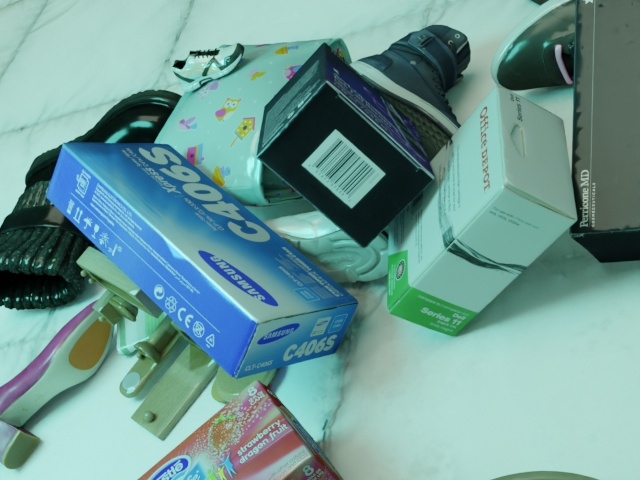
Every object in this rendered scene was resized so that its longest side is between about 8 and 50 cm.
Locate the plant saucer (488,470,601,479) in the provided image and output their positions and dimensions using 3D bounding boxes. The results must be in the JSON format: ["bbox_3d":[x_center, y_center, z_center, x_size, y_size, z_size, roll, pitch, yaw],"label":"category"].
[{"bbox_3d":[0.164,0.311,0.766,0.277,0.041,0.278,-19,42,19],"label":"plant saucer"}]

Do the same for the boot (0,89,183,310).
[{"bbox_3d":[-0.323,-0.050,1.404,0.348,0.131,0.260,-26,32,29],"label":"boot"}]

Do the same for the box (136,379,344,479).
[{"bbox_3d":[-0.103,0.275,0.931,0.257,0.123,0.128,-40,38,-4],"label":"box"}]

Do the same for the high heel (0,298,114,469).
[{"bbox_3d":[-0.360,0.165,1.264,0.117,0.082,0.244,23,79,35],"label":"high heel"}]

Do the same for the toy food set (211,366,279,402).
[{"bbox_3d":[-0.083,0.151,1.121,0.082,0.020,0.083,8,56,41],"label":"toy food set"}]

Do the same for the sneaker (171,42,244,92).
[{"bbox_3d":[-0.148,-0.232,1.292,0.109,0.044,0.040,-23,32,25],"label":"sneaker"}]

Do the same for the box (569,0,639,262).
[{"bbox_3d":[0.343,-0.120,0.950,0.184,0.103,0.261,-4,71,30],"label":"box"}]

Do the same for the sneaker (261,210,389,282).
[{"bbox_3d":[0.000,0.000,1.176,0.235,0.090,0.095,-1,37,32],"label":"sneaker"}]

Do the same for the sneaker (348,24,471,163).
[{"bbox_3d":[0.153,-0.180,1.227,0.163,0.086,0.226,-31,58,-26],"label":"sneaker"}]

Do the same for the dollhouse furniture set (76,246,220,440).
[{"bbox_3d":[-0.224,0.117,1.139,0.144,0.151,0.123,24,68,38],"label":"dollhouse furniture set"}]

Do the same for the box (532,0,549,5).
[{"bbox_3d":[0.344,-0.384,1.225,0.168,0.167,0.203,-39,39,-4],"label":"box"}]

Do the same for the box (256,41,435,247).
[{"bbox_3d":[0.024,-0.109,1.069,0.108,0.153,0.207,-46,17,16],"label":"box"}]

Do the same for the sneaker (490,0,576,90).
[{"bbox_3d":[0.335,-0.213,1.110,0.295,0.104,0.147,-18,41,19],"label":"sneaker"}]

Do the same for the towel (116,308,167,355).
[{"bbox_3d":[-0.194,0.080,1.277,0.152,0.023,0.113,-25,42,10],"label":"towel"}]

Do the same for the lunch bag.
[{"bbox_3d":[-0.089,-0.134,1.303,0.223,0.160,0.262,4,48,37],"label":"lunch bag"}]

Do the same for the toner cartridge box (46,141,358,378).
[{"bbox_3d":[-0.137,0.007,1.102,0.348,0.165,0.075,39,118,29],"label":"toner cartridge box"}]

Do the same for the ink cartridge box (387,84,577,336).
[{"bbox_3d":[0.155,-0.027,0.994,0.208,0.086,0.153,-51,23,43],"label":"ink cartridge box"}]
